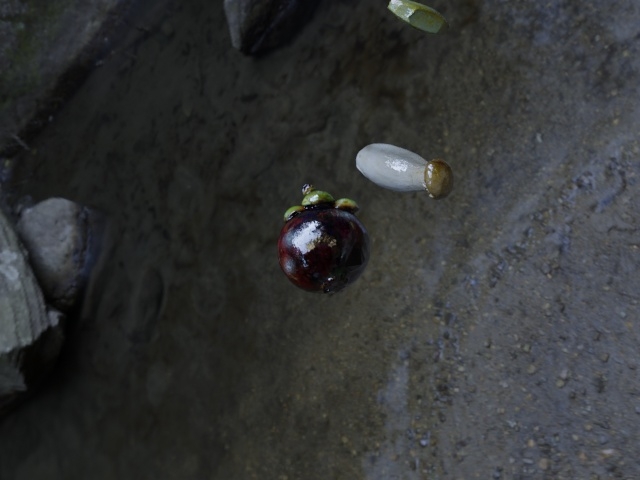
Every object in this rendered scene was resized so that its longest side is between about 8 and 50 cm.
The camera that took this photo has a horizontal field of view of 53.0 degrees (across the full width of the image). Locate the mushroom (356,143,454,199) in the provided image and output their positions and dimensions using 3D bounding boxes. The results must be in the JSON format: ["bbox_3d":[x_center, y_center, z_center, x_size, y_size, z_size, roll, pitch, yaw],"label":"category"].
[{"bbox_3d":[0.227,-0.192,1.761,0.350,0.128,0.128,24,91,53],"label":"mushroom"}]

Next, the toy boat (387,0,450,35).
[{"bbox_3d":[0.252,-0.567,1.629,0.065,0.172,0.066,-63,23,24],"label":"toy boat"}]

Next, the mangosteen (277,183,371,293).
[{"bbox_3d":[0.007,0.012,1.946,0.311,0.311,0.311,-19,61,39],"label":"mangosteen"}]
